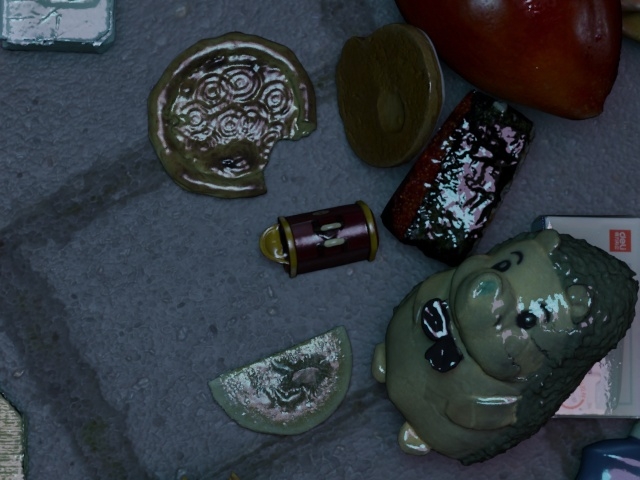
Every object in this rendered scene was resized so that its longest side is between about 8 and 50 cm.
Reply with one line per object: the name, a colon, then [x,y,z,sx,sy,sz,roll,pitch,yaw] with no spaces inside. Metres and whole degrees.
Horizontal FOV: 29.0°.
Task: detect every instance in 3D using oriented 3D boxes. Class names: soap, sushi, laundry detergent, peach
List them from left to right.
soap: [-0.337,-0.368,1.594,0.150,0.094,0.262,0,85,-4]
sushi: [0.185,-0.076,1.592,0.126,0.136,0.225,35,88,7]
peach: [0.218,-0.298,1.521,0.257,0.201,0.362,-37,77,37]
laundry detergent: [0.375,0.348,1.596,0.143,0.094,0.290,33,80,5]

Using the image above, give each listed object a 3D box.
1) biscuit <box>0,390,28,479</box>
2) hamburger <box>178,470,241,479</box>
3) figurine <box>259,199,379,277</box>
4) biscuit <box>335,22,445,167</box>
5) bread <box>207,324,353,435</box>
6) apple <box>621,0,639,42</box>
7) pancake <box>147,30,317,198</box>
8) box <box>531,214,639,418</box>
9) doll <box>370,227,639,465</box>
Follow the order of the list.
biscuit: [-0.442,0.280,1.551,0.147,0.046,0.250,-2,86,-4]
hamburger: [-0.173,0.417,1.436,0.445,0.268,0.287,-13,69,14]
figurine: [-0.001,-0.001,1.588,0.154,0.098,0.082,-12,90,-8]
biscuit: [0.093,-0.184,1.566,0.049,0.208,0.181,-6,86,-33]
bread: [-0.038,0.195,1.598,0.193,0.036,0.112,-22,88,-6]
apple: [0.466,-0.375,1.594,0.242,0.242,0.241,26,81,-2]
pancake: [-0.117,-0.166,1.627,0.212,0.029,0.235,31,81,0]
box: [0.345,0.098,1.616,0.135,0.079,0.269,2,85,-5]
doll: [0.211,0.119,1.472,0.247,0.349,0.247,25,46,-29]
